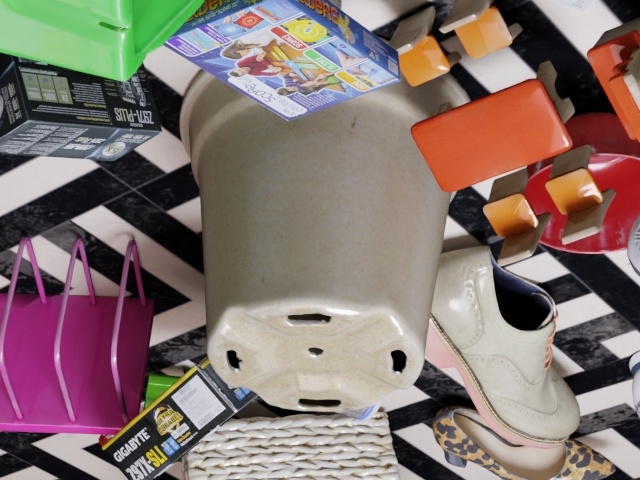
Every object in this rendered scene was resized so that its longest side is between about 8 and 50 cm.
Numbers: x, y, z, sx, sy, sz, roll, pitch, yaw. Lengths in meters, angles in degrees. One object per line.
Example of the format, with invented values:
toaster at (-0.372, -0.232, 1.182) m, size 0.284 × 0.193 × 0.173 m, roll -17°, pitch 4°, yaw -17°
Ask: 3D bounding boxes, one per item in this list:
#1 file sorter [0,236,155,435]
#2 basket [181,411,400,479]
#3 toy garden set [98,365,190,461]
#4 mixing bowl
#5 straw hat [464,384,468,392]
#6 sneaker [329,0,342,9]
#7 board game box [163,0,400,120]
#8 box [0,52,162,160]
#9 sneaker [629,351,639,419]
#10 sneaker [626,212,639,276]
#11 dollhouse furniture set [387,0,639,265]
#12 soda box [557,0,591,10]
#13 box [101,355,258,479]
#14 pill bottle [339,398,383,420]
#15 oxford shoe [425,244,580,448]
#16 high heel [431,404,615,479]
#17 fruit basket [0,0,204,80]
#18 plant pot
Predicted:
file sorter at (-0.371, 0.107, 1.900) m, size 0.290 × 0.202 × 0.182 m, roll 2°, pitch 142°, yaw 2°
basket at (-0.043, 0.435, 2.242) m, size 0.331 × 0.266 × 0.328 m, roll -2°, pitch 148°, yaw -7°
toy garden set at (-0.254, 0.245, 2.222) m, size 0.203 × 0.049 × 0.244 m, roll 7°, pitch 146°, yaw -8°
mixing bowl at (0.300, -0.075, 1.659) m, size 0.181 × 0.098 × 0.181 m, roll 2°, pitch 145°, yaw 1°
straw hat at (0.271, 0.229, 2.135) m, size 0.144 × 0.061 × 0.144 m, roll 3°, pitch 146°, yaw 2°
sneaker at (-0.014, -0.243, 1.448) m, size 0.080 × 0.094 × 0.212 m, roll -3°, pitch 146°, yaw 9°
board game box at (-0.035, -0.179, 1.413) m, size 0.136 × 0.035 × 0.201 m, roll -17°, pitch 154°, yaw 30°
box at (-0.258, -0.162, 1.486) m, size 0.077 × 0.147 × 0.180 m, roll -26°, pitch 165°, yaw 35°
sneaker at (0.520, 0.175, 2.006) m, size 0.235 × 0.095 × 0.090 m, roll -27°, pitch 134°, yaw 34°
sneaker at (0.464, -0.018, 1.615) m, size 0.321 × 0.124 × 0.180 m, roll -29°, pitch 150°, yaw -10°
dollhouse furniture set at (0.211, -0.119, 1.477) m, size 0.259 × 0.135 × 0.262 m, roll -21°, pitch 111°, yaw 32°
soda box at (0.165, -0.289, 1.383) m, size 0.216 × 0.074 × 0.069 m, roll 17°, pitch 143°, yaw -18°
box at (-0.088, 0.151, 1.854) m, size 0.079 × 0.322 × 0.257 m, roll 50°, pitch 137°, yaw 4°
pill bottle at (0.014, 0.193, 2.092) m, size 0.137 × 0.078 × 0.078 m, roll 20°, pitch 142°, yaw -22°
oxford shoe at (0.253, 0.144, 1.947) m, size 0.146 × 0.140 × 0.397 m, roll -25°, pitch 136°, yaw 24°
high heel at (0.292, 0.298, 2.193) m, size 0.261 × 0.093 × 0.186 m, roll 5°, pitch 155°, yaw 14°
fruit basket at (-0.268, -0.336, 1.223) m, size 0.392 × 0.283 × 0.392 m, roll 27°, pitch 147°, yaw 19°
plant pot at (0.000, 0.000, 1.614) m, size 0.333 × 0.305 × 0.334 m, roll 3°, pitch 145°, yaw 2°
